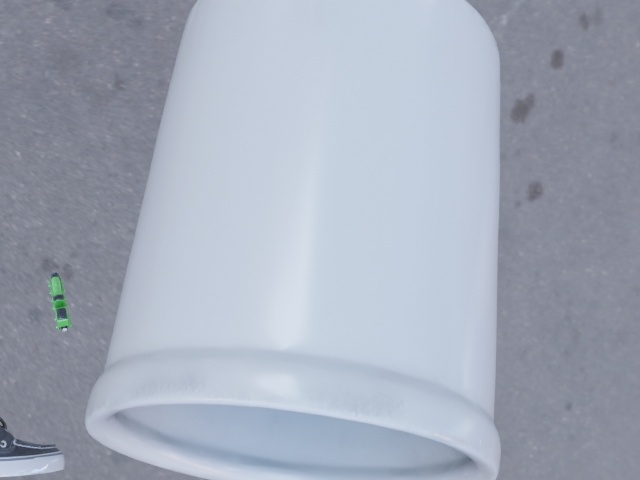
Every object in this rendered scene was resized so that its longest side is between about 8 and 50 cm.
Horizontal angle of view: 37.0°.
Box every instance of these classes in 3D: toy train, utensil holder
[{"bbox_3d":[-0.291,0.067,1.066,0.017,0.083,0.024,-11,135,-16],"label":"toy train"},{"bbox_3d":[0.000,0.000,0.831,0.327,0.327,0.386,23,62,-31],"label":"utensil holder"}]

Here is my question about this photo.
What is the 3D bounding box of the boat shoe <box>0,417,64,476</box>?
[{"bbox_3d":[-0.390,0.228,1.074,0.228,0.080,0.076,11,73,-42],"label":"boat shoe"}]
